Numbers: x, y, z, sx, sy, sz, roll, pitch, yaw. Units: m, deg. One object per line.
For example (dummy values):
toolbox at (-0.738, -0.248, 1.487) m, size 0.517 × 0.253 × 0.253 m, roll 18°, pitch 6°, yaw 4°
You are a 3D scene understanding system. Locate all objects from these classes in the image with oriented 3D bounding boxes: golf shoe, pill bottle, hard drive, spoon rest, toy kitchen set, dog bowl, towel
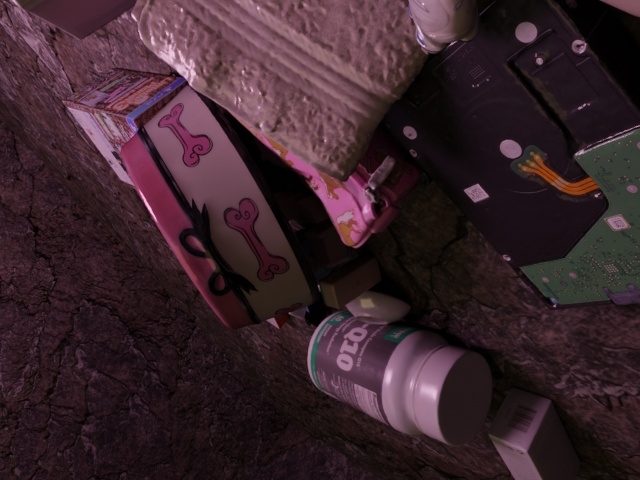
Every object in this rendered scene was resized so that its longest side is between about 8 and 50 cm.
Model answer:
golf shoe at (0.077, -0.241, 0.370) m, size 0.176 × 0.069 × 0.086 m, roll 65°, pitch -170°, yaw 11°
pill bottle at (0.153, 0.274, 0.986) m, size 0.360 × 0.204 × 0.204 m, roll 5°, pitch 136°, yaw 51°
hard drive at (0.239, -0.073, 0.483) m, size 0.339 × 0.064 × 0.237 m, roll 46°, pitch 154°, yaw -8°
spoon rest at (0.058, 0.127, 1.000) m, size 0.276 × 0.084 × 0.137 m, roll -4°, pitch 155°, yaw 34°
toy kitchen set at (0.000, 0.000, 0.915) m, size 0.166 × 0.122 × 0.207 m, roll 8°, pitch 119°, yaw 50°
dog bowl at (-0.169, -0.036, 0.776) m, size 0.408 × 0.150 × 0.408 m, roll 55°, pitch 170°, yaw 15°
towel at (-0.042, -0.207, 0.463) m, size 0.282 × 0.049 × 0.187 m, roll 34°, pitch 117°, yaw -2°

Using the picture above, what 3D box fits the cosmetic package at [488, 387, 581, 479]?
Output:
cosmetic package at (0.423, 0.409, 0.924) m, size 0.085 × 0.117 × 0.231 m, roll 8°, pitch 137°, yaw 50°

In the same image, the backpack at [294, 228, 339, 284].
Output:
backpack at (-0.026, 0.035, 0.980) m, size 0.114 × 0.105 × 0.084 m, roll 48°, pitch 147°, yaw 5°

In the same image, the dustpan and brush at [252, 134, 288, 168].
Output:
dustpan and brush at (-0.073, -0.166, 0.796) m, size 0.147 × 0.060 × 0.211 m, roll 48°, pitch 147°, yaw -10°

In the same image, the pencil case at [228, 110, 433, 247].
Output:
pencil case at (-0.034, -0.174, 0.598) m, size 0.386 × 0.160 × 0.167 m, roll 46°, pitch 149°, yaw -8°

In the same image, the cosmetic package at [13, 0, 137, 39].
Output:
cosmetic package at (-0.305, -0.362, 0.533) m, size 0.197 × 0.155 × 0.365 m, roll 57°, pitch 173°, yaw -27°

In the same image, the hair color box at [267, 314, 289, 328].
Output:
hair color box at (-0.167, 0.200, 1.495) m, size 0.093 × 0.053 × 0.167 m, roll 26°, pitch 152°, yaw 32°

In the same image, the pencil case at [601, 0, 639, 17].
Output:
pencil case at (0.161, -0.231, 0.233) m, size 0.410 × 0.160 × 0.184 m, roll 34°, pitch 144°, yaw 15°

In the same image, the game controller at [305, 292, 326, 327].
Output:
game controller at (-0.063, 0.101, 1.177) m, size 0.166 × 0.067 × 0.319 m, roll 28°, pitch 151°, yaw 26°

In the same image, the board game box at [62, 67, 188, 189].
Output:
board game box at (-0.355, -0.216, 0.997) m, size 0.290 × 0.141 × 0.232 m, roll 21°, pitch 148°, yaw 36°
